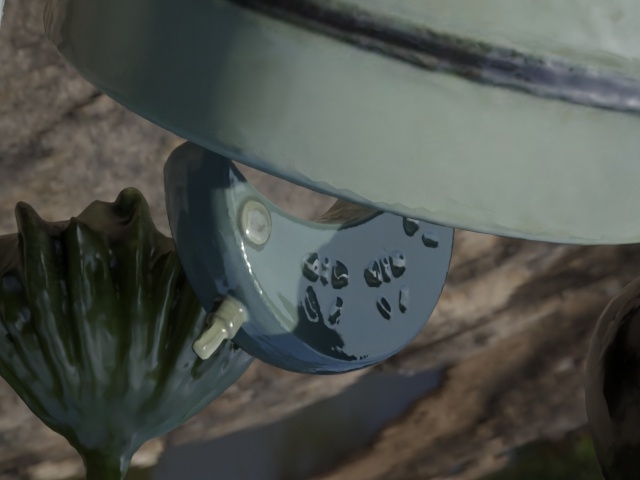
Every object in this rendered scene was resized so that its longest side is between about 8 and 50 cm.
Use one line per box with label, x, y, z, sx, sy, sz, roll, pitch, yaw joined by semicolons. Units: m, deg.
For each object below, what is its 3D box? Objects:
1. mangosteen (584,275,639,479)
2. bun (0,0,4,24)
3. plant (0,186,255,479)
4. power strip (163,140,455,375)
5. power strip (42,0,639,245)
mangosteen;0.261;0.088;0.821;0.243;0.243;0.243;-18;157;-8
bun;-0.155;-0.094;0.555;0.083;0.083;0.045;2;165;-44
plant;-0.153;0.134;1.036;0.251;0.333;0.180;4;168;-10
power strip;0.000;0.000;0.919;0.054;0.167;0.253;-11;-170;39
power strip;0.044;-0.137;0.721;0.357;0.357;0.161;-1;116;-39
